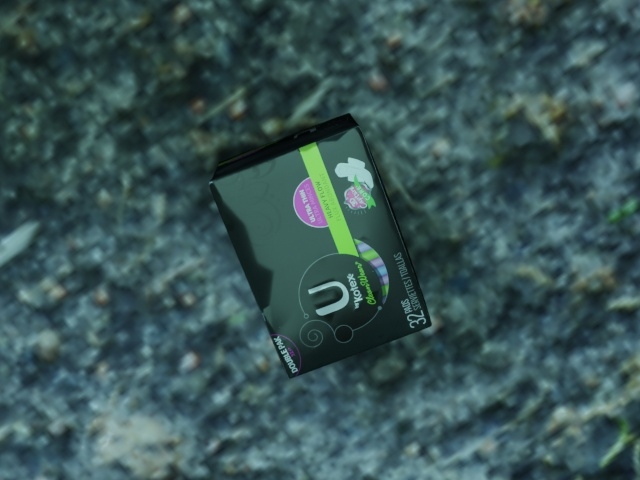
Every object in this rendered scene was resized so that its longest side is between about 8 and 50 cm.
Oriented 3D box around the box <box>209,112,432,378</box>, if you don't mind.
[{"bbox_3d":[0.000,0.000,0.391,0.062,0.052,0.083,-21,103,3],"label":"box"}]
